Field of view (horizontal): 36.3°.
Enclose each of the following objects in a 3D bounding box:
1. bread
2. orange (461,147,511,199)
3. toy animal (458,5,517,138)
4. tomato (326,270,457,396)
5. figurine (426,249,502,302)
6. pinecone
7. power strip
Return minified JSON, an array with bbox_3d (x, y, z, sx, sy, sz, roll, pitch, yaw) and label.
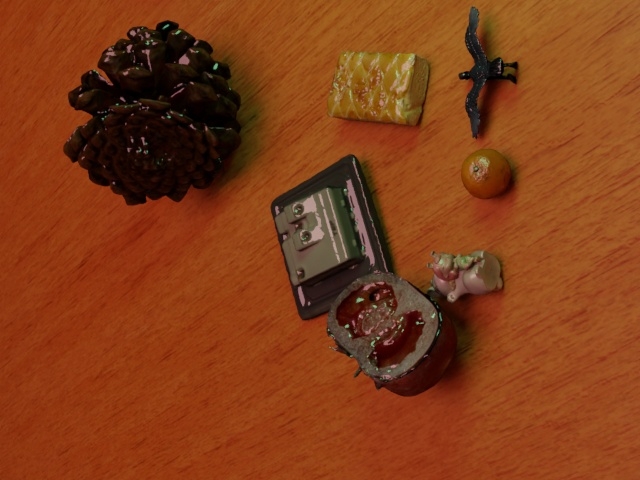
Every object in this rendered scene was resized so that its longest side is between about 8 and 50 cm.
[{"bbox_3d":[0.103,-0.275,1.759,0.188,0.068,0.125,13,95,43],"label":"bread"},{"bbox_3d":[0.268,-0.108,1.582,0.084,0.084,0.083,-5,83,43],"label":"orange"},{"bbox_3d":[0.269,-0.277,1.606,0.108,0.062,0.220,5,96,43],"label":"toy animal"},{"bbox_3d":[0.135,0.167,1.630,0.181,0.155,0.214,-46,47,5],"label":"tomato"},{"bbox_3d":[0.220,0.049,1.612,0.146,0.081,0.098,-7,118,44],"label":"figurine"},{"bbox_3d":[-0.338,-0.285,2.009,0.384,0.384,0.384,-5,83,43],"label":"pinecone"},{"bbox_3d":[0.000,-0.001,1.818,0.251,0.092,0.257,-26,73,36],"label":"power strip"}]
